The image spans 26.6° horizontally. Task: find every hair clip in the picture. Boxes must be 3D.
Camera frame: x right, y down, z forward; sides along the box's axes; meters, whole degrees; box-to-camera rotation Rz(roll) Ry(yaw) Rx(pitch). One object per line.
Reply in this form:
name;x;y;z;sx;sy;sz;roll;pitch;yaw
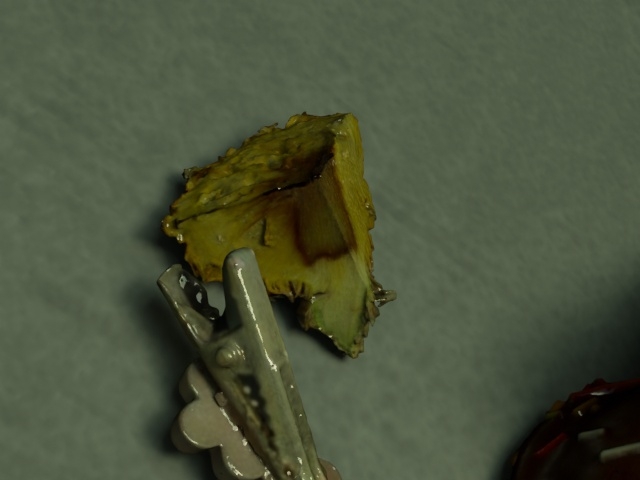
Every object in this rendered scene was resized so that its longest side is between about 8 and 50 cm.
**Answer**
hair clip;-0.012;0.105;0.561;0.062;0.056;0.214;-27;92;-55

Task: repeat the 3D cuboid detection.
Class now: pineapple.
pineapple;0.000;0.000;0.605;0.114;0.077;0.114;-40;105;-35

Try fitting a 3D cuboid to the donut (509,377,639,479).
donut;0.185;0.163;0.627;0.216;0.096;0.230;4;66;-31
